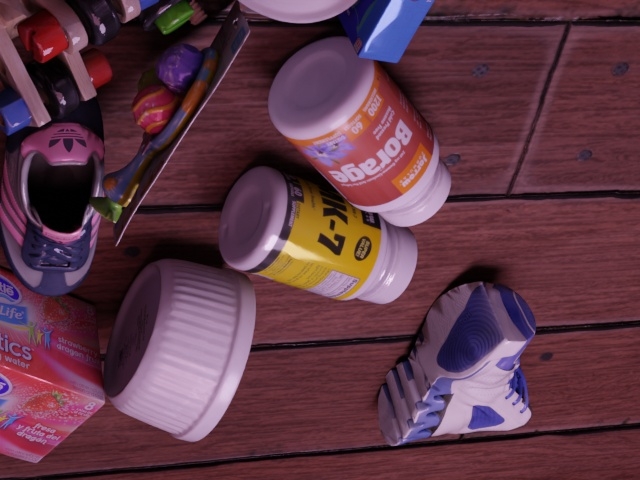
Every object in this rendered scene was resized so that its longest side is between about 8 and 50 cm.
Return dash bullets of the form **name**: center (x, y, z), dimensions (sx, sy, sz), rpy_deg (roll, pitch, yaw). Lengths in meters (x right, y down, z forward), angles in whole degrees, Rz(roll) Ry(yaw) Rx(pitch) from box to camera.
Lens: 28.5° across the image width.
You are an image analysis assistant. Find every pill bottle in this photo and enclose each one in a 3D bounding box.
- **pill bottle**: center (0.049, -0.106, 1.318), dimensions (0.121, 0.121, 0.216), rpy_deg (-30, 137, 17)
- **pill bottle**: center (0.000, 0.000, 1.425), dimensions (0.208, 0.119, 0.119), rpy_deg (18, 129, -34)

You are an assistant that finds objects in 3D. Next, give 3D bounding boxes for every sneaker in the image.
- **sneaker**: center (0.219, 0.171, 1.697), dimensions (0.182, 0.127, 0.315), rpy_deg (4, 143, -26)
- **sneaker**: center (-0.279, -0.025, 1.301), dimensions (0.112, 0.131, 0.319), rpy_deg (-4, 139, -14)

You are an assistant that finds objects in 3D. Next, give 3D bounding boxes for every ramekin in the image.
- **ramekin**: center (-0.168, 0.119, 1.450), dimensions (0.109, 0.207, 0.207), rpy_deg (20, 129, -23)

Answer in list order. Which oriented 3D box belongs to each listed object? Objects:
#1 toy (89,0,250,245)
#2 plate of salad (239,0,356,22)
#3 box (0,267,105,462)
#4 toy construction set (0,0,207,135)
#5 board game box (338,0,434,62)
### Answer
- **toy**: center (-0.152, -0.123, 1.187), dimensions (0.056, 0.137, 0.237), rpy_deg (26, 107, -19)
- **plate of salad**: center (-0.031, -0.286, 1.091), dimensions (0.200, 0.048, 0.200), rpy_deg (15, 127, 22)
- **box**: center (-0.405, 0.117, 1.411), dimensions (0.300, 0.154, 0.142), rpy_deg (27, 124, -37)
- **toy construction set**: center (-0.292, -0.209, 1.058), dimensions (0.309, 0.257, 0.237), rpy_deg (-37, 93, 1)
- **board game box**: center (0.069, -0.286, 1.088), dimensions (0.047, 0.160, 0.210), rpy_deg (3, 136, -31)
